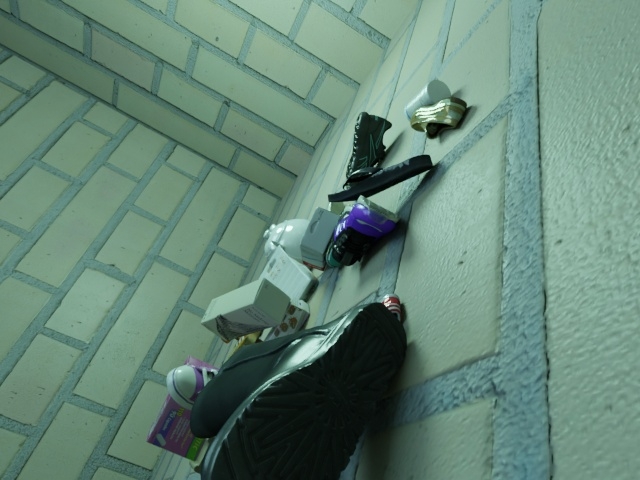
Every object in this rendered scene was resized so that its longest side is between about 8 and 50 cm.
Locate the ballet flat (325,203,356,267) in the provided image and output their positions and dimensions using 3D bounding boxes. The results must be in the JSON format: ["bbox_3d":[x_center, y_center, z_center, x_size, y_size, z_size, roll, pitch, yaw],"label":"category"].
[{"bbox_3d":[0.063,-0.013,1.232,0.188,0.070,0.070,-62,11,-9],"label":"ballet flat"}]

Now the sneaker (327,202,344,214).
[{"bbox_3d":[0.028,-0.074,1.525,0.085,0.058,0.152,-35,34,47],"label":"sneaker"}]

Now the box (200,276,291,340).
[{"bbox_3d":[-0.221,0.205,1.314,0.275,0.113,0.094,-26,32,42],"label":"box"}]

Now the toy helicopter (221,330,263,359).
[{"bbox_3d":[-0.218,0.312,1.457,0.235,0.140,0.355,-49,6,6],"label":"toy helicopter"}]

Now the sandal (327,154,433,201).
[{"bbox_3d":[0.128,-0.142,1.015,0.255,0.054,0.097,-21,-8,31],"label":"sandal"}]

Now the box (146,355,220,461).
[{"bbox_3d":[-0.294,0.462,1.208,0.213,0.243,0.117,-63,12,-10],"label":"box"}]

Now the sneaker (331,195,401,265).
[{"bbox_3d":[0.088,-0.007,1.032,0.146,0.102,0.293,-62,4,-4],"label":"sneaker"}]

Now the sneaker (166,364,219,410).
[{"bbox_3d":[-0.204,0.323,1.053,0.161,0.282,0.102,-36,49,20],"label":"sneaker"}]

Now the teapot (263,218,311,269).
[{"bbox_3d":[-0.114,0.019,1.609,0.256,0.187,0.252,-44,21,53],"label":"teapot"}]

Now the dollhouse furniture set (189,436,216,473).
[{"bbox_3d":[-0.183,0.511,1.008,0.259,0.135,0.262,-14,47,59],"label":"dollhouse furniture set"}]

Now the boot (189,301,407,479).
[{"bbox_3d":[-0.115,0.271,0.736,0.367,0.146,0.445,-31,4,-43],"label":"boot"}]

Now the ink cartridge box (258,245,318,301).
[{"bbox_3d":[-0.103,0.125,1.417,0.179,0.045,0.145,46,113,36],"label":"ink cartridge box"}]

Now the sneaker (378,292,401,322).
[{"bbox_3d":[0.095,0.148,0.765,0.118,0.042,0.067,-55,10,18],"label":"sneaker"}]

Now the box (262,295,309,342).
[{"bbox_3d":[-0.137,0.314,1.324,0.324,0.063,0.067,-59,10,11],"label":"box"}]

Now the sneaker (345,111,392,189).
[{"bbox_3d":[0.141,-0.250,1.381,0.101,0.106,0.267,-95,15,-61],"label":"sneaker"}]

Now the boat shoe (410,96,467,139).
[{"bbox_3d":[0.249,-0.261,1.011,0.190,0.068,0.072,-173,99,-77],"label":"boat shoe"}]

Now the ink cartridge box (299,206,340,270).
[{"bbox_3d":[0.000,0.000,1.305,0.175,0.072,0.127,87,-154,-71],"label":"ink cartridge box"}]

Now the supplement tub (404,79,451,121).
[{"bbox_3d":[0.260,-0.334,1.106,0.071,0.071,0.107,-66,13,-21],"label":"supplement tub"}]
